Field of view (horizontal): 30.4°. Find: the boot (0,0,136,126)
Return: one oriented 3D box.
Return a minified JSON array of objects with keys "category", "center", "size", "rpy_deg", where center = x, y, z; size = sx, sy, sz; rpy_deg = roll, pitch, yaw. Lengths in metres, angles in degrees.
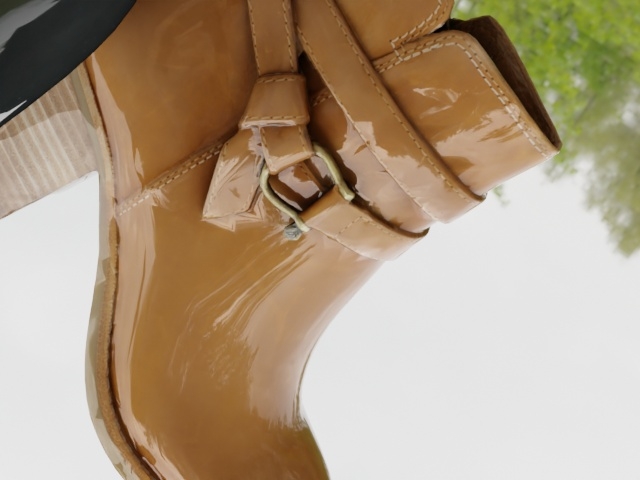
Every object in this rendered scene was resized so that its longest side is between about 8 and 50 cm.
[{"category":"boot","center":[-0.090,0.053,0.230],"size":[0.367,0.146,0.445],"rpy_deg":[-32,-132,-18]}]

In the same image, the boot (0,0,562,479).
[{"category":"boot","center":[0.000,0.000,0.498],"size":[0.283,0.220,0.109],"rpy_deg":[65,-161,-9]}]
